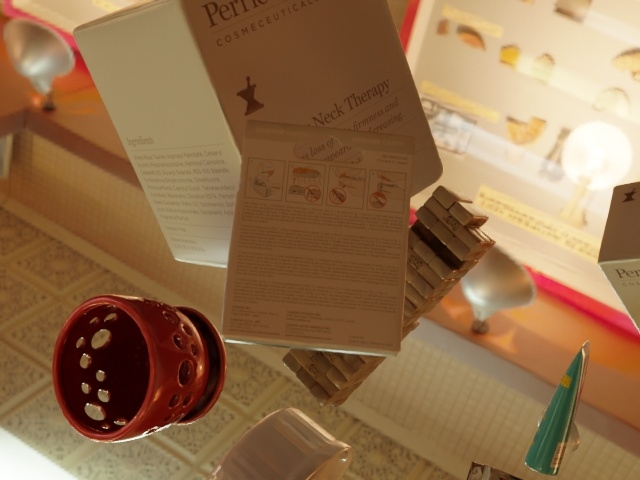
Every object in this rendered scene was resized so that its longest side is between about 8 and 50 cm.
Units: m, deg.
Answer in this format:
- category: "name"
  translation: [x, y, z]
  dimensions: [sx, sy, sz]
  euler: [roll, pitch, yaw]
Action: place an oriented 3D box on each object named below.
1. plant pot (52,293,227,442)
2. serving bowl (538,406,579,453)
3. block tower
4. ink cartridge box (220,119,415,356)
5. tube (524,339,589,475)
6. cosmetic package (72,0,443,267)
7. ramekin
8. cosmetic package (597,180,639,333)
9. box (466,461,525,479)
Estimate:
- category: "plant pot"
  translation: [-0.238, 0.169, 1.187]
  dimensions: [0.191, 0.191, 0.174]
  euler: [35, -166, 27]
- category: "serving bowl"
  translation: [0.397, 0.324, 1.471]
  dimensions: [0.027, 0.083, 0.083]
  euler: [-20, -134, -29]
- category: "block tower"
  translation: [0.089, 0.081, 1.156]
  dimensions: [0.091, 0.335, 0.097]
  euler: [46, -162, 19]
- category: "ink cartridge box"
  translation: [0.000, 0.000, 0.926]
  dimensions: [0.189, 0.066, 0.232]
  euler: [6, -103, -2]
- category: "tube"
  translation: [0.366, 0.251, 1.313]
  dimensions: [0.052, 0.207, 0.080]
  euler: [21, -171, 17]
- category: "cosmetic package"
  translation: [-0.088, -0.201, 1.283]
  dimensions: [0.329, 0.393, 0.327]
  euler: [-34, -157, -31]
- category: "ramekin"
  translation: [-0.083, 0.419, 1.500]
  dimensions: [0.135, 0.277, 0.277]
  euler: [39, -141, 21]
- category: "cosmetic package"
  translation: [0.606, 0.107, 1.262]
  dimensions: [0.230, 0.453, 0.161]
  euler: [-11, -140, 41]
- category: "box"
  translation: [0.131, 0.189, 0.475]
  dimensions: [0.137, 0.094, 0.027]
  euler: [24, 167, -12]
